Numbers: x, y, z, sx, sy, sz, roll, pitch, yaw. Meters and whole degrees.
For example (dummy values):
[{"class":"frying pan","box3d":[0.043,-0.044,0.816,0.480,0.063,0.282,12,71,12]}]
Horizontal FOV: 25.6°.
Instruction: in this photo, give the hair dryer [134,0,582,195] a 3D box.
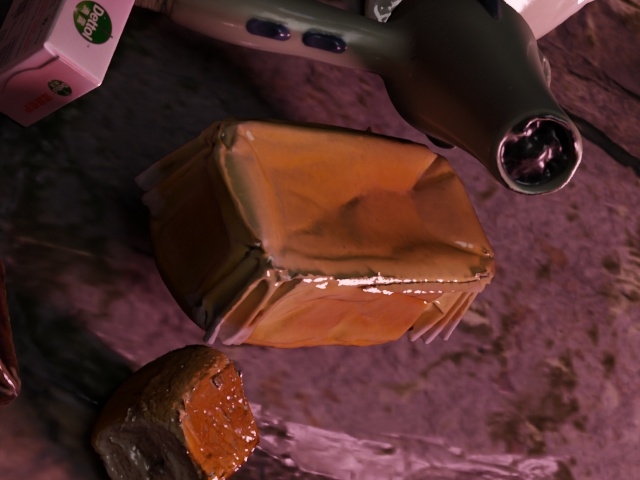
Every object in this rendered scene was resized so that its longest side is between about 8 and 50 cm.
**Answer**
[{"class":"hair dryer","box3d":[0.049,-0.108,0.928,0.298,0.296,0.119,1,113,-31]}]

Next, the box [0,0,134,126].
[{"class":"box","box3d":[-0.158,-0.141,0.876,0.043,0.089,0.125,35,56,-30]}]

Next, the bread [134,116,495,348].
[{"class":"bread","box3d":[0.000,0.000,0.945,0.241,0.107,0.136,1,56,-46]}]

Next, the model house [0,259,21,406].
[{"class":"model house","box3d":[-0.240,0.035,0.745,0.165,0.106,0.152,-18,102,-10]}]

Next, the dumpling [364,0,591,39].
[{"class":"dumpling","box3d":[0.128,-0.226,1.157,0.228,0.124,0.151,-25,79,-22]}]

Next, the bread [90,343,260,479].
[{"class":"bread","box3d":[-0.089,0.112,0.855,0.070,0.083,0.077,-37,105,-53]}]
